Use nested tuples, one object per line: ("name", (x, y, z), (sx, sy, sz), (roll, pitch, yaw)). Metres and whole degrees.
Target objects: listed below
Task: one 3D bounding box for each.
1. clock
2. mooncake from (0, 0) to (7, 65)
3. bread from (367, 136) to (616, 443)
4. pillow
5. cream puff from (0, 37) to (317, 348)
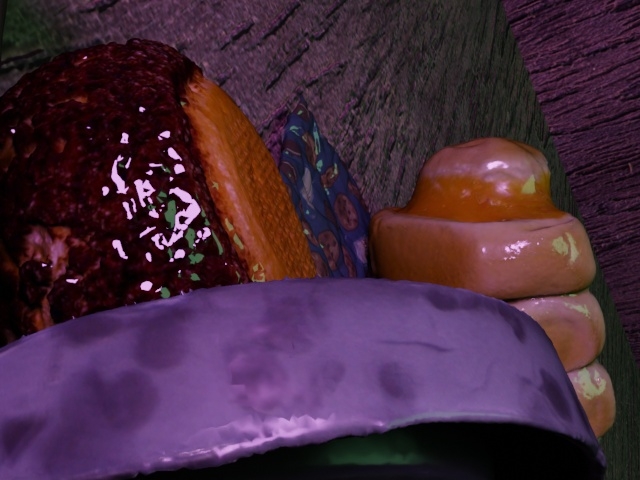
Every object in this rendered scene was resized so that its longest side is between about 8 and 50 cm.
("clock", (-0.034, 0.119, 0.451), (0.325, 0.325, 0.067), (37, 36, -53))
("mooncake", (-0.260, -0.112, 0.264), (0.356, 0.194, 0.356), (-12, 90, -67))
("bread", (0.160, 0.064, 0.996), (0.300, 0.210, 0.341), (-112, -169, -68))
("pillow", (-0.001, 0.000, 0.937), (0.189, 0.034, 0.255), (58, 30, -37))
("cream puff", (-0.099, 0.007, 0.542), (0.239, 0.165, 0.239), (63, 9, -17))
